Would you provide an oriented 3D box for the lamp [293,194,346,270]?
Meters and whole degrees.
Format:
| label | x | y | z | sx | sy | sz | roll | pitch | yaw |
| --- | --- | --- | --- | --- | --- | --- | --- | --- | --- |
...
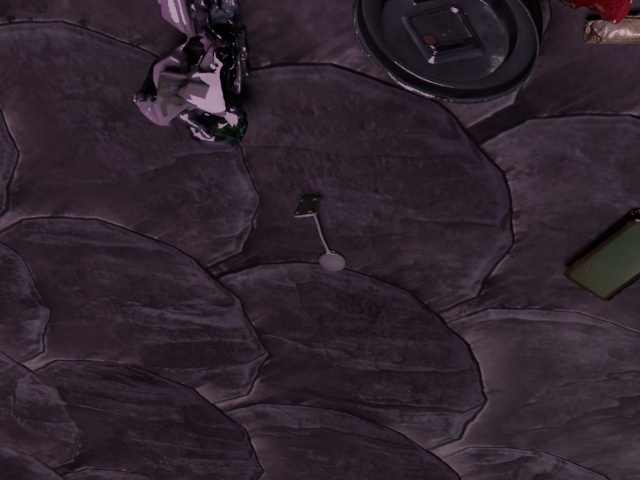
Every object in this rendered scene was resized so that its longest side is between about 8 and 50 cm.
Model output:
| label | x | y | z | sx | sy | sz | roll | pitch | yaw |
| --- | --- | --- | --- | --- | --- | --- | --- | --- | --- |
| lamp | 0.000 | 0.000 | 2.006 | 0.050 | 0.056 | 0.198 | -4 | 137 | 19 |

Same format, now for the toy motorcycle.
| label | x | y | z | sx | sy | sz | roll | pitch | yaw |
| --- | --- | --- | --- | --- | --- | --- | --- | --- | --- |
| toy motorcycle | -0.209 | -0.285 | 1.709 | 0.188 | 0.143 | 0.327 | 9 | 130 | 11 |

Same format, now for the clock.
| label | x | y | z | sx | sy | sz | roll | pitch | yaw |
| --- | --- | --- | --- | --- | --- | --- | --- | --- | --- |
| clock | 0.181 | -0.311 | 1.573 | 0.280 | 0.055 | 0.280 | 16 | 147 | 11 |

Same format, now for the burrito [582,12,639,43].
| label | x | y | z | sx | sy | sz | roll | pitch | yaw |
| --- | --- | --- | --- | --- | --- | --- | --- | --- | --- |
| burrito | 0.461 | -0.297 | 1.538 | 0.185 | 0.041 | 0.045 | 2 | 94 | 18 |

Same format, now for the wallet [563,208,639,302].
| label | x | y | z | sx | sy | sz | roll | pitch | yaw |
| --- | --- | --- | --- | --- | --- | --- | --- | --- | --- |
| wallet | 0.513 | 0.029 | 1.870 | 0.110 | 0.031 | 0.198 | 30 | 137 | -12 |

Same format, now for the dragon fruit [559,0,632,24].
| label | x | y | z | sx | sy | sz | roll | pitch | yaw |
| --- | --- | --- | --- | --- | --- | --- | --- | --- | --- |
| dragon fruit | 0.318 | -0.417 | 1.408 | 0.262 | 0.134 | 0.211 | 20 | 129 | -26 |
